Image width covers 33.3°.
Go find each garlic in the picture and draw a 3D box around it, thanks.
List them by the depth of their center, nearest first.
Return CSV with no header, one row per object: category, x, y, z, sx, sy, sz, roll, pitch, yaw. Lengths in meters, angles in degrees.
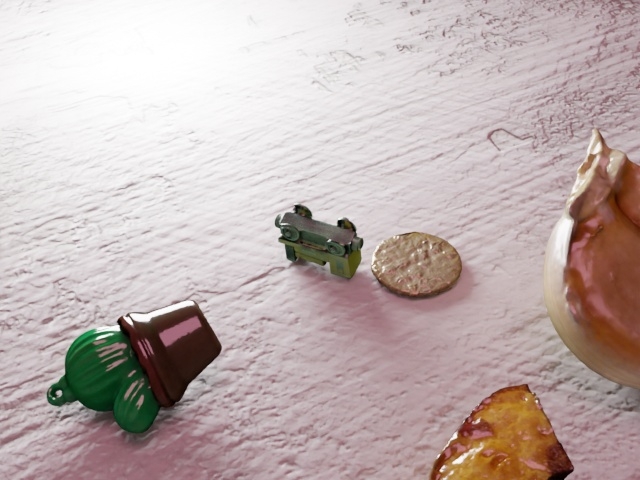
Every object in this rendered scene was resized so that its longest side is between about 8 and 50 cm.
garlic,0.409,0.032,1.221,0.313,0.249,0.286,28,31,4

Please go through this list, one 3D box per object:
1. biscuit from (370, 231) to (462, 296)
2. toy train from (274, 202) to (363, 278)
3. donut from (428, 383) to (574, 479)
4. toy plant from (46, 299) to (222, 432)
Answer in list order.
biscuit,0.123,0.030,1.376,0.120,0.015,0.120,-1,43,1
toy train,0.000,0.000,1.367,0.122,0.081,0.050,17,54,21
donut,0.185,0.292,1.017,0.151,0.112,0.295,-14,42,-8
toy plant,-0.210,0.148,1.208,0.200,0.105,0.143,-32,60,-5
